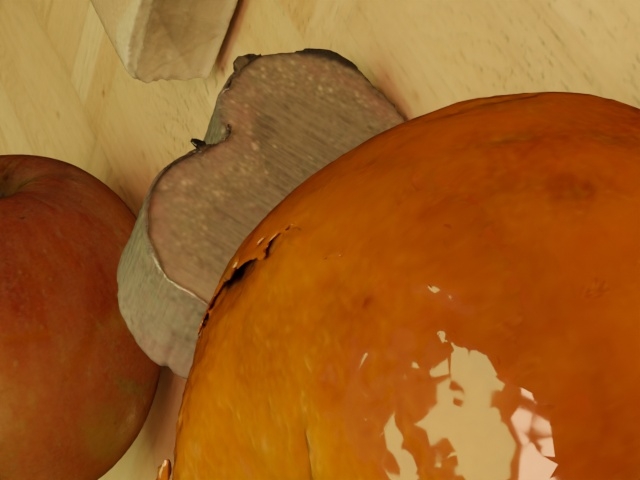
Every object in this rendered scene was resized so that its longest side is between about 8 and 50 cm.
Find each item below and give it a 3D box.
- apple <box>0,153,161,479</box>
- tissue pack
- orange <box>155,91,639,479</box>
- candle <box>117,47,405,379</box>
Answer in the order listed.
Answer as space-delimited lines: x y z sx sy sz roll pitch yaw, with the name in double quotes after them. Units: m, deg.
-0.225 0.066 1.005 0.253 0.253 0.253 11 103 59 "apple"
-0.133 -0.270 0.962 0.325 0.071 0.170 61 143 38 "tissue pack"
0.079 0.091 0.485 0.284 0.226 0.284 16 110 52 "orange"
0.000 0.000 0.706 0.168 0.192 0.068 33 137 0 "candle"
